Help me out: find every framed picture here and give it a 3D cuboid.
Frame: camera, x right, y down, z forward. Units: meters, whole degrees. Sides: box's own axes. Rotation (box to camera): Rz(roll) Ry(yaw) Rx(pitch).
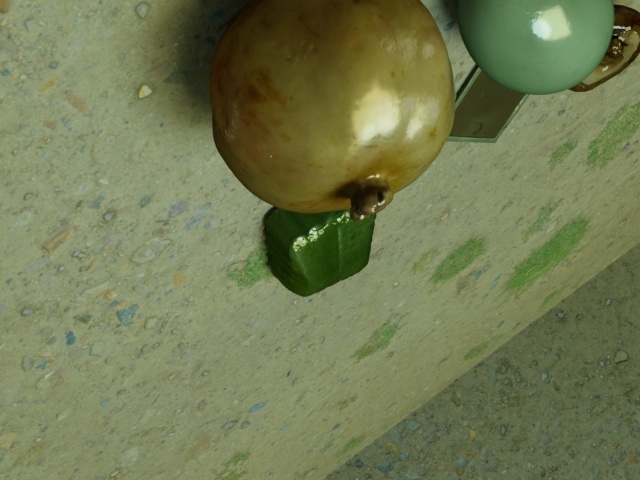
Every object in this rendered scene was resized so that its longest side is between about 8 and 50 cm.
[{"bbox_3d":[0.381,-0.311,2.163,0.273,0.016,0.216,-3,134,-49],"label":"framed picture"}]

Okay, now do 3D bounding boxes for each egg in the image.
[{"bbox_3d":[0.397,-0.416,1.761,0.276,0.276,0.389,-47,149,11],"label":"egg"}]

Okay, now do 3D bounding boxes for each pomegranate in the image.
[{"bbox_3d":[0.019,-0.209,1.478,0.411,0.411,0.411,-30,150,-19],"label":"pomegranate"}]

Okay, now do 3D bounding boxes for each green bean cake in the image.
[{"bbox_3d":[0.000,0.000,2.034,0.222,0.125,0.248,-27,147,-20],"label":"green bean cake"}]

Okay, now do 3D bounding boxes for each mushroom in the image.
[{"bbox_3d":[0.625,-0.443,2.168,0.231,0.138,0.194,-32,166,7],"label":"mushroom"}]

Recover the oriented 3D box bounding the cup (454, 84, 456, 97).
[{"bbox_3d":[0.177,-0.290,1.817,0.120,0.141,0.120,-33,153,-20],"label":"cup"}]
